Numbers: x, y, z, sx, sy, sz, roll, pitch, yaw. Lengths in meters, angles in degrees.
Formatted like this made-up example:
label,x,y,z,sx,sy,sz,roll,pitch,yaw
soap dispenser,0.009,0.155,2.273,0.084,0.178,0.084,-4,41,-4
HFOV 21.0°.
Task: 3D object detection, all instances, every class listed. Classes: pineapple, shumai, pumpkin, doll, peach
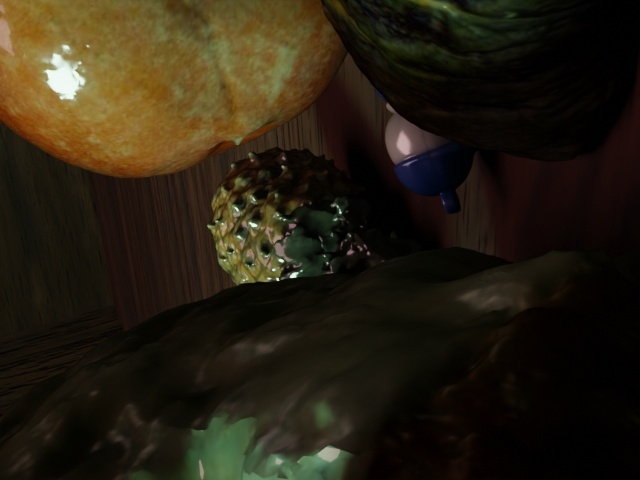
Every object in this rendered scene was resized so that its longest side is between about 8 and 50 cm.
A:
label,x,y,z,sx,sy,sz,roll,pitch,yaw
pineapple,0.000,0.000,1.054,0.197,0.108,0.108,-155,50,-67
shumai,0.045,0.145,0.647,0.323,0.397,0.324,-34,91,47
pumpkin,0.053,-0.085,0.673,0.278,0.111,0.163,-134,26,-65
doll,0.043,-0.081,0.845,0.099,0.057,0.143,6,-113,-79
peach,-0.093,-0.155,0.918,0.252,0.252,0.252,164,90,-79
